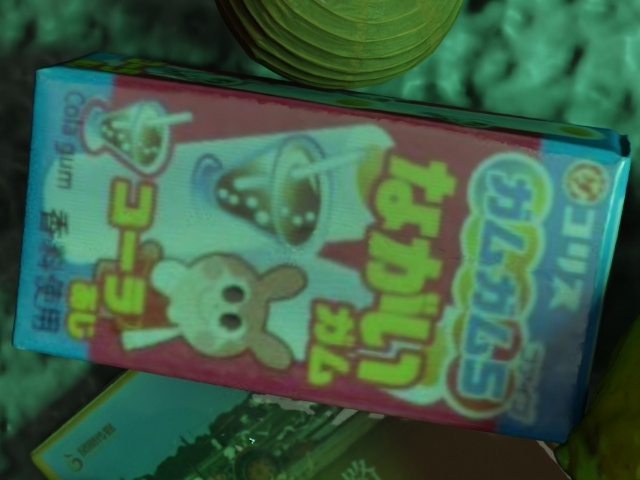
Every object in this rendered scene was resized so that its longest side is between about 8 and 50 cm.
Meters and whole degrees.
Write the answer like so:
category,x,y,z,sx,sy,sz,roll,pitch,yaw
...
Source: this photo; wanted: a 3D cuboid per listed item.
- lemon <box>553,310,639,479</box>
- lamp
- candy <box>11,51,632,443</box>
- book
category,x,y,z,sx,sy,sz,roll,pitch,yaw
lemon,0.254,0.093,0.688,0.253,0.228,0.228,-35,94,-11
lamp,0.009,-0.143,0.733,0.136,0.136,0.136,3,104,12
candy,0.000,0.000,0.765,0.306,0.100,0.157,10,103,7
book,0.037,0.191,0.863,0.262,0.028,0.374,-39,93,18
